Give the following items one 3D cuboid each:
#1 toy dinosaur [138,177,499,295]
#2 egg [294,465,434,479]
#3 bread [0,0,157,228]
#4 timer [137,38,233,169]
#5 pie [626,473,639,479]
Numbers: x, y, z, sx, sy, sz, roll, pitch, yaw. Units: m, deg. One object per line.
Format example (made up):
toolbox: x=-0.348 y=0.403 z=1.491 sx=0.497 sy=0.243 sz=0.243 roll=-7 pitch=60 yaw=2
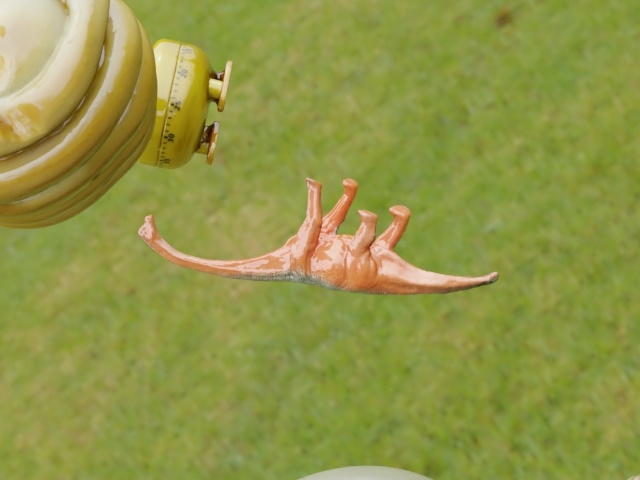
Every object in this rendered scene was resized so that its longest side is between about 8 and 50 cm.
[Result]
toy dinosaur: x=-0.002 y=0.001 z=1.415 sx=0.279 sy=0.101 sz=0.055 roll=17 pitch=12 yaw=12
egg: x=0.017 y=0.292 z=1.437 sx=0.269 sy=0.219 sz=0.219 roll=-20 pitch=18 yaw=-13
bread: x=-0.184 y=-0.084 z=1.228 sx=0.173 sy=0.121 sz=0.311 roll=-42 pitch=-2 yaw=-4
timer: x=-0.133 y=-0.113 z=1.485 sx=0.107 sy=0.109 sz=0.107 roll=-169 pitch=90 yaw=-85
pie: x=0.362 y=0.340 z=1.656 sx=0.315 sy=0.315 sz=0.092 roll=-25 pitch=7 yaw=24
